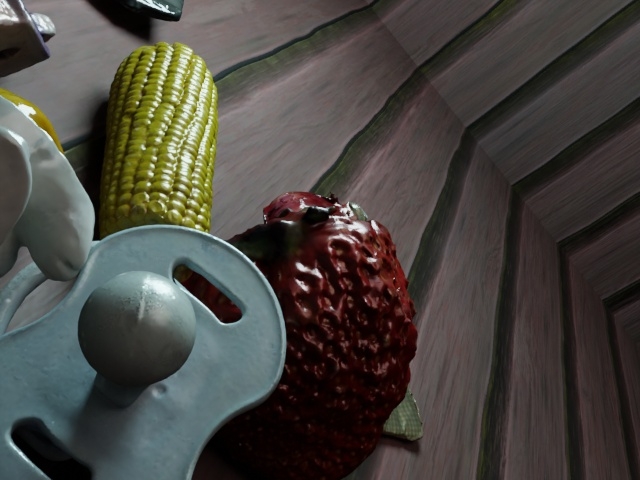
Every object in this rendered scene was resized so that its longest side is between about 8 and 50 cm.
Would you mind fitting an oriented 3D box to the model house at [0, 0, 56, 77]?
[{"bbox_3d":[-0.370,-0.301,0.828,0.237,0.202,0.237,55,25,3],"label":"model house"}]

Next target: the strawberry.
[{"bbox_3d":[-0.018,0.110,0.853,0.261,0.261,0.258,19,44,-51],"label":"strawberry"}]

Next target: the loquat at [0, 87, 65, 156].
[{"bbox_3d":[-0.298,-0.076,0.773,0.137,0.113,0.137,60,3,-6],"label":"loquat"}]

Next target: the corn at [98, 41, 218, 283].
[{"bbox_3d":[-0.190,-0.108,0.968,0.144,0.144,0.387,37,28,-32],"label":"corn"}]

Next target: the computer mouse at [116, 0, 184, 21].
[{"bbox_3d":[-0.296,-0.448,1.297,0.168,0.087,0.295,24,46,-31],"label":"computer mouse"}]

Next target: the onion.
[{"bbox_3d":[0.000,0.000,1.158,0.184,0.147,0.184,52,10,-13],"label":"onion"}]

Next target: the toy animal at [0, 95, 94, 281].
[{"bbox_3d":[-0.322,0.007,0.524,0.265,0.271,0.206,-53,135,-42],"label":"toy animal"}]

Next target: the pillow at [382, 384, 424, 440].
[{"bbox_3d":[0.075,0.215,1.139,0.211,0.034,0.135,21,38,-52],"label":"pillow"}]

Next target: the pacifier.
[{"bbox_3d":[-0.154,0.081,0.642,0.238,0.226,0.287,43,61,4],"label":"pacifier"}]
